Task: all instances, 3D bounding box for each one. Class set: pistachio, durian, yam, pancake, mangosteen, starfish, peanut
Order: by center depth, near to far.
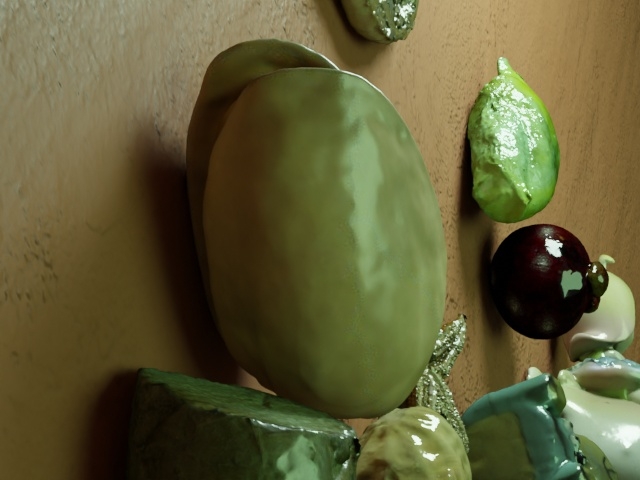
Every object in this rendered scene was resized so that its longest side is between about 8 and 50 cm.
[{"bbox_3d":[-0.058,0.228,1.007,0.168,0.168,0.304,38,52,-62],"label":"yam"},{"bbox_3d":[0.000,0.000,1.161,0.187,0.187,0.299,-55,139,-58],"label":"pistachio"},{"bbox_3d":[0.069,0.286,1.354,0.130,0.130,0.290,40,48,-61],"label":"peanut"},{"bbox_3d":[0.061,-0.333,1.576,0.282,0.049,0.282,-4,90,-68],"label":"pancake"},{"bbox_3d":[0.107,0.118,1.597,0.227,0.043,0.240,-73,146,-48],"label":"starfish"},{"bbox_3d":[0.239,-0.112,1.904,0.250,0.101,0.139,-71,148,-45],"label":"durian"},{"bbox_3d":[0.287,0.051,1.928,0.152,0.152,0.152,-5,90,-68],"label":"mangosteen"}]

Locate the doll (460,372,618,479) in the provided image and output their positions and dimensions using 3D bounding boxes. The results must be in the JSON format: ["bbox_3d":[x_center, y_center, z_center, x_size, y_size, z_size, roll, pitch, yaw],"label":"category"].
[{"bbox_3d":[0.251,0.281,1.764,0.261,0.161,0.177,45,23,-56],"label":"doll"}]

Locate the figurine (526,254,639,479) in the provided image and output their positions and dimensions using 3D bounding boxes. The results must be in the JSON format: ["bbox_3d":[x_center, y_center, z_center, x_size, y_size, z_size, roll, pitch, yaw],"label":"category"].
[{"bbox_3d":[0.379,0.194,2.133,0.274,0.226,0.394,22,54,-34],"label":"figurine"}]
